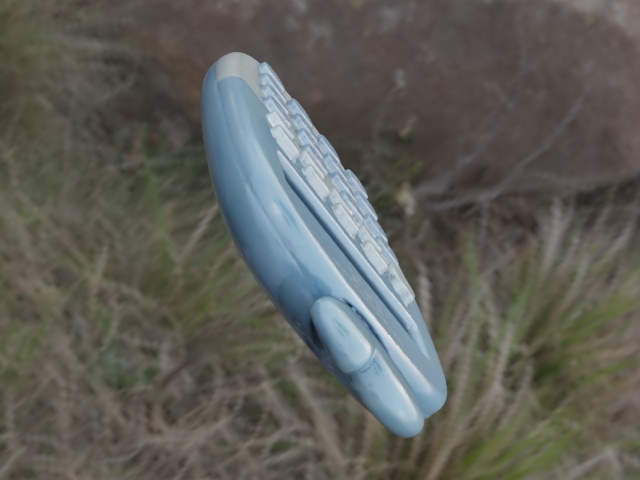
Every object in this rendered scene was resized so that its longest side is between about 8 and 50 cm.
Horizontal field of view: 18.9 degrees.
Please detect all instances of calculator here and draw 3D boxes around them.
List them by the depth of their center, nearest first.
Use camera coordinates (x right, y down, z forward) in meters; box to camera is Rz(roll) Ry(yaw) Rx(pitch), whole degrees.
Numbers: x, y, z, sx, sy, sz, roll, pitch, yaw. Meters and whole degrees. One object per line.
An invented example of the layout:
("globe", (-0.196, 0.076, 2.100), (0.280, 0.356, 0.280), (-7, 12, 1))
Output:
("calculator", (0.000, 0.000, 1.027), (0.188, 0.042, 0.303), (52, 13, -28))
